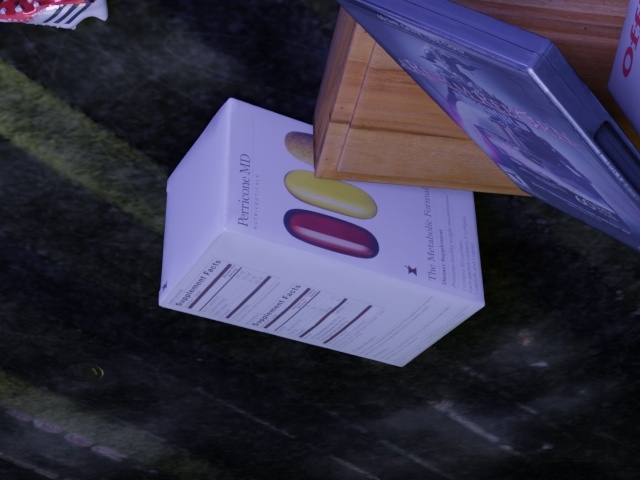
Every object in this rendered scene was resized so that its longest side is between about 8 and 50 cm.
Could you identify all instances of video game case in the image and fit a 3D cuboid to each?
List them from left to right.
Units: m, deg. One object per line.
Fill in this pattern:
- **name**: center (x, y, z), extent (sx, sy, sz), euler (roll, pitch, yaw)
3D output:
- **video game case**: center (0.139, -0.072, 0.754), extent (0.274, 0.196, 0.026), euler (36, 89, -43)

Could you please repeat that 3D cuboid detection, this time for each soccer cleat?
- **soccer cleat**: center (-0.196, -0.167, 0.842), extent (0.083, 0.029, 0.035), euler (-11, 140, 6)

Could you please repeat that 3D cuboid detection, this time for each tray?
- **tray**: center (0.213, -0.115, 0.899), extent (0.411, 0.076, 0.203), euler (4, 145, -9)

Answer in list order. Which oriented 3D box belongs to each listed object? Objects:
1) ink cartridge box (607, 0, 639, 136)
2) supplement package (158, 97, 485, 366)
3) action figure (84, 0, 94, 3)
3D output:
- **ink cartridge box**: center (0.284, -0.117, 0.644), extent (0.129, 0.307, 0.223), euler (4, 121, -7)
- **supplement package**: center (0.000, 0.000, 0.996), extent (0.244, 0.139, 0.134), euler (16, 143, -25)
- **action figure**: center (-0.289, -0.186, 0.715), extent (0.276, 0.140, 0.164), euler (-6, 157, 4)
